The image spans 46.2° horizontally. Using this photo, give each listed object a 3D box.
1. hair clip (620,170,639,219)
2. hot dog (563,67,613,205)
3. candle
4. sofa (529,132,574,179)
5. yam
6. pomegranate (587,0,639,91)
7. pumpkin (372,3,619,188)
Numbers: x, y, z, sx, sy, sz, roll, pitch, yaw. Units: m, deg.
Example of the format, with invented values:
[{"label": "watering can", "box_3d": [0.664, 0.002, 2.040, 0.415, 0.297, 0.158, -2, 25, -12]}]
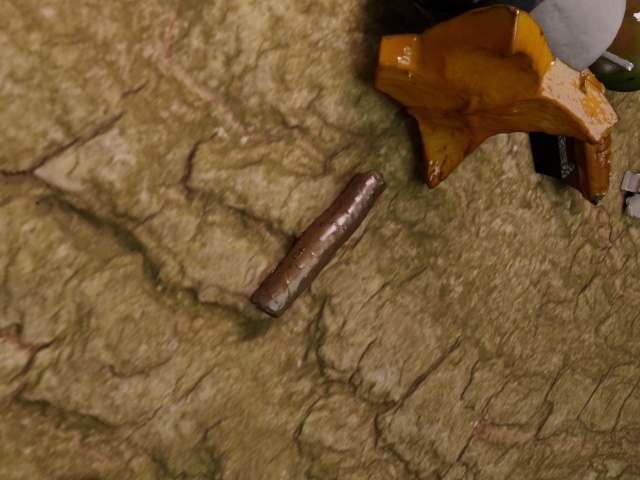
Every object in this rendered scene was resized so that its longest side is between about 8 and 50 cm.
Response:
[{"label": "hair clip", "box_3d": [0.704, -0.108, 1.593, 0.220, 0.054, 0.140, 6, 97, -48]}, {"label": "hot dog", "box_3d": [0.447, -0.176, 1.277, 0.072, 0.115, 0.269, -30, 134, -7]}, {"label": "candle", "box_3d": [0.255, -0.326, 0.956, 0.342, 0.221, 0.221, 22, 90, -50]}, {"label": "sofa", "box_3d": [0.386, -0.163, 1.254, 0.039, 0.060, 0.118, -40, 130, -21]}, {"label": "yam", "box_3d": [0.000, 0.000, 0.953, 0.241, 0.056, 0.057, -49, 133, -17]}, {"label": "pomegranate", "box_3d": [0.528, -0.329, 1.212, 0.181, 0.224, 0.182, -12, 106, -46]}, {"label": "pumpkin", "box_3d": [0.185, -0.175, 0.930, 0.258, 0.290, 0.095, 32, 62, -37]}]
